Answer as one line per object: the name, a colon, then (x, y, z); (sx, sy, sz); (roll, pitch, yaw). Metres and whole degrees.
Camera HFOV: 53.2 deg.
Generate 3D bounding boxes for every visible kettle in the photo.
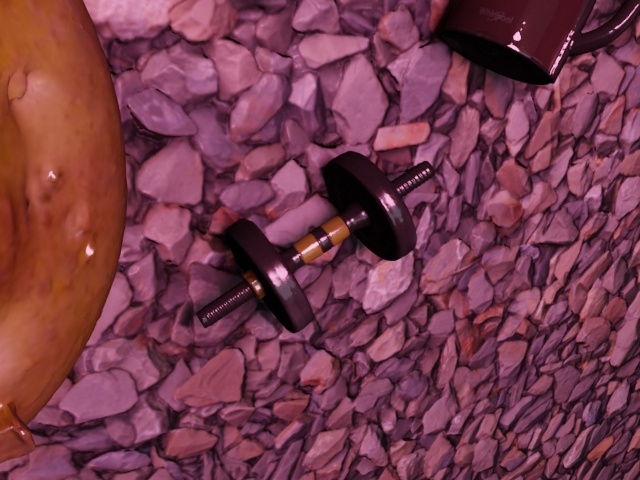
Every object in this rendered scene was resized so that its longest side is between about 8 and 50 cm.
kettle: (0.270, -0.306, 0.725); (0.144, 0.202, 0.232); (8, 110, -62)

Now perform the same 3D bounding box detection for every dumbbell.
dumbbell: (0.000, 0.000, 0.734); (0.325, 0.143, 0.143); (-34, 126, -13)

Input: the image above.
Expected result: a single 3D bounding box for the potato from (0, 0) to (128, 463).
potato: (-0.275, -0.039, 0.389); (0.319, 0.385, 0.442); (-14, 133, -29)
